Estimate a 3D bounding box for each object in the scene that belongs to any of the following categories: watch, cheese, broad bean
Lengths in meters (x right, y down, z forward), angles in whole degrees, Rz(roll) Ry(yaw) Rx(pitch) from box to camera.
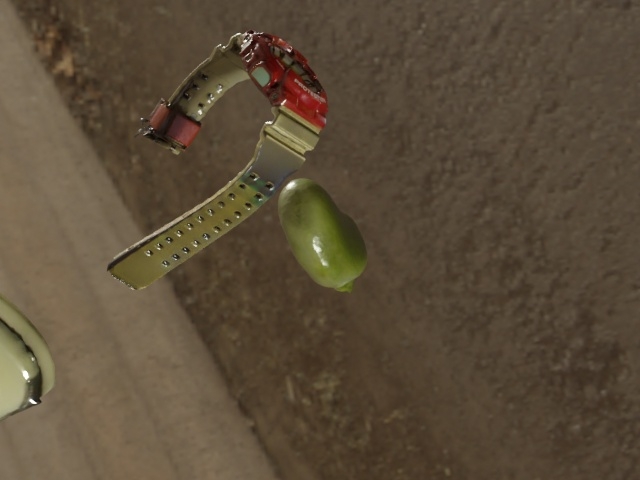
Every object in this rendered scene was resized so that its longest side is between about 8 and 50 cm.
[{"bbox_3d":[-0.112,-0.085,1.171,0.268,0.102,0.164,-35,50,24],"label":"watch"},{"bbox_3d":[-0.311,0.038,0.909,0.251,0.127,0.054,61,-174,-23],"label":"cheese"},{"bbox_3d":[0.000,0.000,1.454,0.082,0.174,0.124,-26,65,14],"label":"broad bean"}]
